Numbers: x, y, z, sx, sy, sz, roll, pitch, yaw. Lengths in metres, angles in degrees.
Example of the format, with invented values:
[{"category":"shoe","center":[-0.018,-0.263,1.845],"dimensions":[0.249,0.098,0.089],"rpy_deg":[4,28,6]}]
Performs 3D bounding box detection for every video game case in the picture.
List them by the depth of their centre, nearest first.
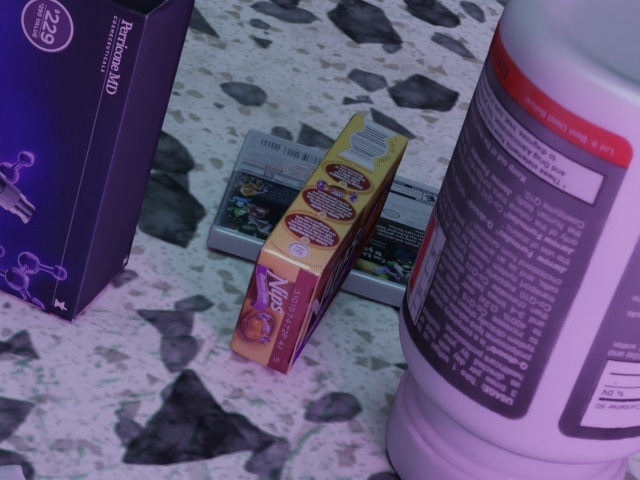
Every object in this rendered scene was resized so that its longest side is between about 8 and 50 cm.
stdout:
[{"category":"video game case","center":[0.014,-0.017,1.596],"dimensions":[0.190,0.022,0.173],"rpy_deg":[18,32,-1]}]

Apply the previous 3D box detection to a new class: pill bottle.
[{"category":"pill bottle","center":[0.172,0.018,1.301],"dimensions":[0.210,0.363,0.210],"rpy_deg":[13,33,-8]}]

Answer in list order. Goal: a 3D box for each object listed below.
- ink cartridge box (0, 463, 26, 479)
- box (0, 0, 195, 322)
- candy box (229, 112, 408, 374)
[{"category":"ink cartridge box","center":[-0.241,0.259,0.937],"dimensions":[0.271,0.130,0.309],"rpy_deg":[-1,32,-26]},{"category":"box","center":[-0.211,-0.099,1.386],"dimensions":[0.184,0.261,0.103],"rpy_deg":[22,33,7]},{"category":"candy box","center":[0.000,0.000,1.455],"dimensions":[0.053,0.109,0.187],"rpy_deg":[25,42,6]}]
